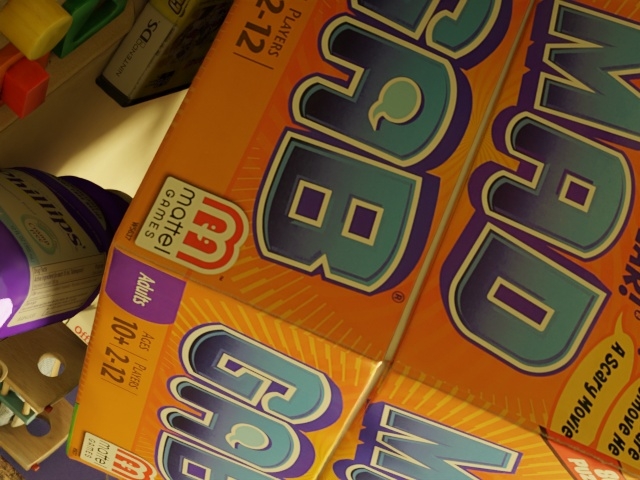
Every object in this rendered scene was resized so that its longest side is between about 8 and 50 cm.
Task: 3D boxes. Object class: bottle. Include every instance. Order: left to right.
[{"bbox_3d":[-0.206,0.004,1.293,0.092,0.118,0.283,-52,168,16],"label":"bottle"}]

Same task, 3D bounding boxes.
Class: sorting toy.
[{"bbox_3d":[-0.161,-0.141,1.150,0.348,0.047,0.196,-42,168,-28],"label":"sorting toy"}]

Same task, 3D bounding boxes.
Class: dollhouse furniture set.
[{"bbox_3d":[-0.283,0.134,1.419,0.184,0.129,0.129,-43,168,-29],"label":"dollhouse furniture set"}]

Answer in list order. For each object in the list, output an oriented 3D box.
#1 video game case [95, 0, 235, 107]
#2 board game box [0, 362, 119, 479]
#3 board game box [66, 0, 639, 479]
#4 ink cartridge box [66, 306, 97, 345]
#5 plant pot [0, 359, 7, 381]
[{"bbox_3d":[-0.034,-0.224,1.404,0.248,0.035,0.275,-54,169,25],"label":"video game case"},{"bbox_3d":[-0.261,0.243,1.624,0.141,0.232,0.291,-37,164,-43],"label":"board game box"},{"bbox_3d":[0.064,0.013,1.313,0.356,0.356,0.356,113,0,-60],"label":"board game box"},{"bbox_3d":[-0.228,0.137,1.766,0.122,0.088,0.052,-52,166,15],"label":"ink cartridge box"},{"bbox_3d":[-0.300,0.097,1.318,0.109,0.109,0.096,-46,-178,-12],"label":"plant pot"}]
